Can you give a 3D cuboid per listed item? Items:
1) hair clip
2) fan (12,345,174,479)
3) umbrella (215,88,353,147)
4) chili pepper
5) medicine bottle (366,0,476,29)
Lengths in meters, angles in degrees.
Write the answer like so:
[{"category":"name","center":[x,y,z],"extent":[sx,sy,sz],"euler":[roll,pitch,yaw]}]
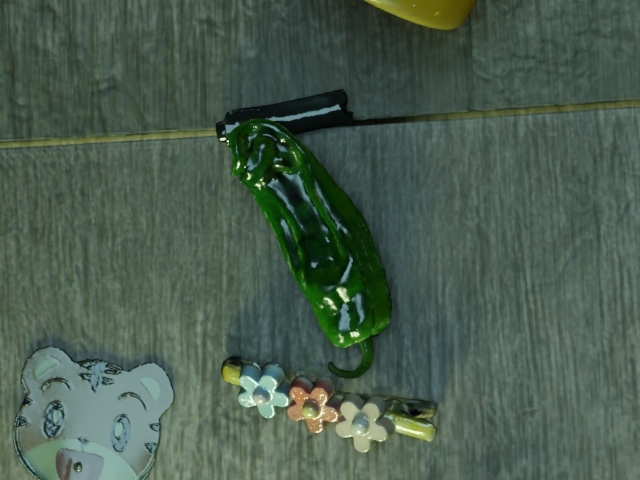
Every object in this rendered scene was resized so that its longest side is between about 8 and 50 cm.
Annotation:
[{"category":"hair clip","center":[0.005,0.154,1.679],"extent":[0.213,0.056,0.062],"euler":[11,120,7]},{"category":"fan","center":[-0.230,0.219,1.723],"extent":[0.152,0.008,0.227],"euler":[11,87,6]},{"category":"umbrella","center":[-0.035,-0.117,1.715],"extent":[0.133,0.031,0.036],"euler":[-11,68,6]},{"category":"chili pepper","center":[-0.004,0.001,1.680],"extent":[0.100,0.074,0.257],"euler":[-29,83,4]},{"category":"medicine bottle","center":[0.078,-0.340,1.585],"extent":[0.238,0.238,0.232],"euler":[34,109,8]}]
